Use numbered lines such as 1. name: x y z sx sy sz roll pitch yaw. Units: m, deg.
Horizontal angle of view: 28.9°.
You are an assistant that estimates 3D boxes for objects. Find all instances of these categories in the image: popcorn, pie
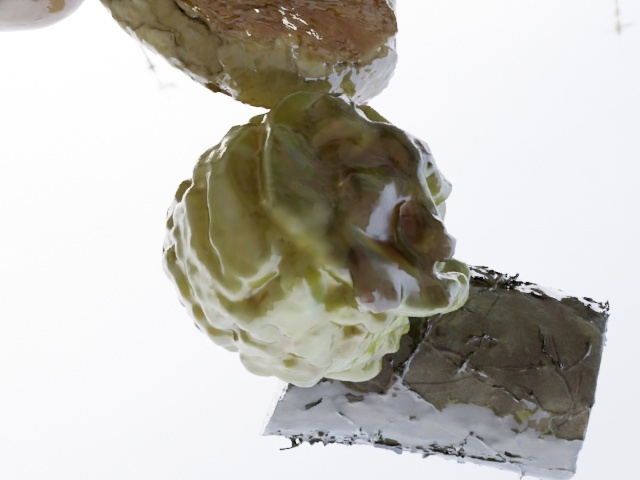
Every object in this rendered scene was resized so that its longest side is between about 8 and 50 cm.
1. popcorn: 0.003 -0.004 1.078 0.293 0.237 0.293 16 -130 -20
2. pie: -0.062 -0.245 1.212 0.339 0.083 0.339 19 -142 -15

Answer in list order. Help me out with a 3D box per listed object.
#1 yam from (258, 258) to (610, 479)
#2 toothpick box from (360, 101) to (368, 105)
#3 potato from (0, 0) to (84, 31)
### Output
1. yam: 0.121 0.131 1.302 0.348 0.241 0.241 10 -124 3
2. toothpick box: 0.033 -0.154 1.411 0.047 0.047 0.083 10 -124 24
3. potato: -0.287 -0.244 1.157 0.147 0.112 0.112 -9 -129 -4
